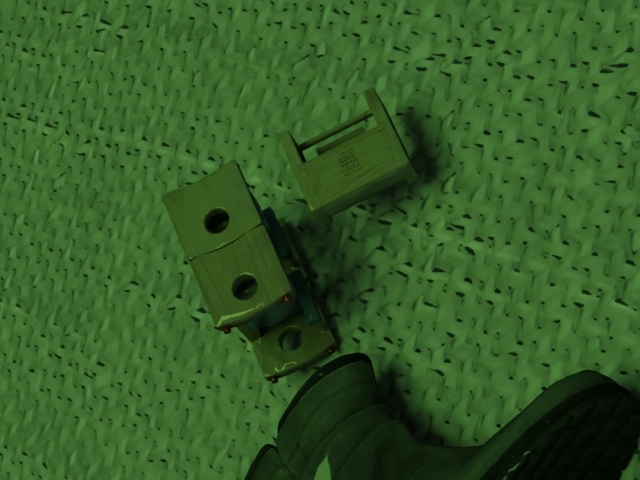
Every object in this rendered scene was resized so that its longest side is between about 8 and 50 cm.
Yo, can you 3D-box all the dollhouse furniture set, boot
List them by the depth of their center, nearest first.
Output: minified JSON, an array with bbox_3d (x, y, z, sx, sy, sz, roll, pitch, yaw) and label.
[{"bbox_3d":[0.064,0.158,1.423,0.338,0.118,0.223,-48,48,23],"label":"boot"},{"bbox_3d":[0.000,0.000,1.524,0.183,0.129,0.129,-27,62,6],"label":"dollhouse furniture set"}]
